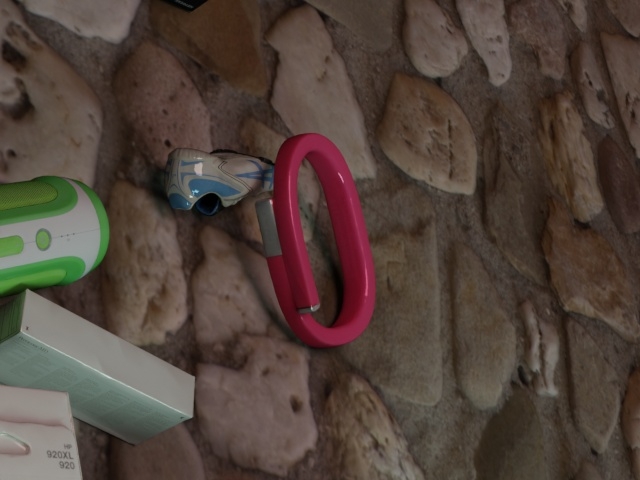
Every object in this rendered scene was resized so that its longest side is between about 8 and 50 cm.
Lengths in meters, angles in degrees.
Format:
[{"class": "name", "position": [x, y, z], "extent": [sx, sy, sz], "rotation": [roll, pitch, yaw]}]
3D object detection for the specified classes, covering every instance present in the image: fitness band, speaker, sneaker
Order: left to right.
[{"class": "speaker", "position": [-0.358, 0.005, 1.562], "extent": [0.296, 0.131, 0.131], "rotation": [-14, 79, -54]}, {"class": "sneaker", "position": [-0.126, -0.076, 1.975], "extent": [0.237, 0.085, 0.086], "rotation": [-2, 103, -59]}, {"class": "fitness band", "position": [0.000, 0.000, 2.028], "extent": [0.209, 0.054, 0.291], "rotation": [-23, 103, -59]}]

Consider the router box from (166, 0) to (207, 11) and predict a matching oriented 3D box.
[{"class": "router box", "position": [-0.274, -0.473, 2.036], "extent": [0.308, 0.081, 0.243], "rotation": [18, 54, -45]}]

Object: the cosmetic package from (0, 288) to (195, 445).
[{"class": "cosmetic package", "position": [-0.256, 0.140, 1.635], "extent": [0.239, 0.099, 0.060], "rotation": [33, 45, -36]}]

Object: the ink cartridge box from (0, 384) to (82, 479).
[{"class": "ink cartridge box", "position": [-0.345, 0.242, 1.332], "extent": [0.171, 0.232, 0.168], "rotation": [12, 57, -47]}]
